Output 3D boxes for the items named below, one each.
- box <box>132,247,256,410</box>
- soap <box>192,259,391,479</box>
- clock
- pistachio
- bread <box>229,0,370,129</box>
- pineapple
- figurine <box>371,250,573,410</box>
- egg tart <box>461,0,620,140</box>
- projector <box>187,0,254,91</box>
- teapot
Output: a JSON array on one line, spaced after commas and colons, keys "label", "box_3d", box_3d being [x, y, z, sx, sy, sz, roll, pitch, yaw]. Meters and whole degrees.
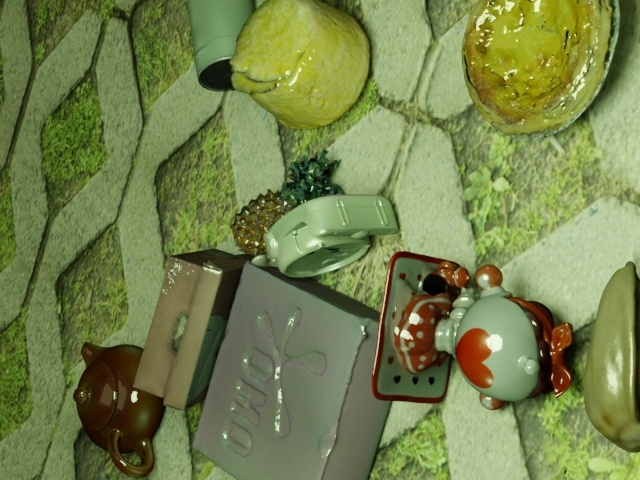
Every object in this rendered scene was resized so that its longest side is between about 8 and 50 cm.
[{"label": "box", "box_3d": [-0.173, 0.119, 2.030, 0.086, 0.215, 0.215, 18, 97, 12]}, {"label": "soap", "box_3d": [-0.028, 0.207, 1.929, 0.285, 0.107, 0.296, 21, 99, 48]}, {"label": "clock", "box_3d": [0.000, 0.000, 1.907, 0.191, 0.151, 0.062, -35, 66, 45]}, {"label": "pistachio", "box_3d": [0.350, 0.124, 1.496, 0.129, 0.131, 0.206, 7, 80, 6]}, {"label": "bread", "box_3d": [-0.030, -0.254, 1.983, 0.197, 0.170, 0.197, -13, 68, 35]}, {"label": "pineapple", "box_3d": [-0.057, -0.045, 2.026, 0.083, 0.103, 0.221, 52, 126, 2]}, {"label": "figurine", "box_3d": [0.203, 0.118, 1.657, 0.226, 0.160, 0.183, 6, 87, 41]}, {"label": "egg tart", "box_3d": [0.271, -0.233, 1.680, 0.234, 0.094, 0.234, -12, 73, 45]}, {"label": "projector", "box_3d": [-0.164, -0.404, 2.223, 0.108, 0.108, 0.337, -31, 59, 42]}, {"label": "teapot", "box_3d": [-0.332, 0.271, 2.250, 0.178, 0.135, 0.252, -50, 47, 36]}]
